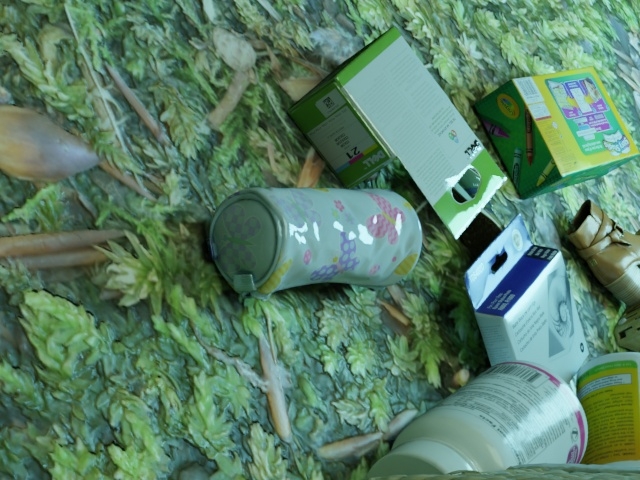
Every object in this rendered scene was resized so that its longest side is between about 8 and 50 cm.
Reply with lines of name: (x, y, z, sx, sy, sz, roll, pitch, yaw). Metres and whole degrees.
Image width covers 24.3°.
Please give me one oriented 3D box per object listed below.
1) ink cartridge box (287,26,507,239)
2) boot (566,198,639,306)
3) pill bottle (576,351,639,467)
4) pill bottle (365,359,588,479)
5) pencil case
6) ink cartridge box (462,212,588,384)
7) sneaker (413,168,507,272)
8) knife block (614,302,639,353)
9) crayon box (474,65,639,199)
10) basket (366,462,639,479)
ink cartridge box: (0.104, -0.124, 1.931, 0.255, 0.097, 0.189, 53, 39, -7)
boot: (0.453, -0.007, 2.275, 0.152, 0.073, 0.197, 46, 35, -9)
pill bottle: (0.405, 0.282, 1.943, 0.136, 0.136, 0.246, 30, 49, -32)
pill bottle: (0.176, 0.252, 1.687, 0.283, 0.160, 0.160, -24, 83, -53)
pencil case: (0.000, 0.000, 1.713, 0.273, 0.113, 0.124, -3, 77, -50)
ink cartridge box: (0.274, 0.101, 1.952, 0.223, 0.045, 0.224, -42, 117, -53)
sneaker: (0.213, -0.049, 2.031, 0.192, 0.064, 0.086, 46, 42, -9)
knife block: (0.583, 0.157, 2.286, 0.242, 0.088, 0.275, 53, 36, -5)
crayon box: (0.367, -0.169, 2.284, 0.278, 0.081, 0.165, -15, 76, -53)
basket: (0.231, 0.375, 1.375, 0.266, 0.331, 0.328, 7, 81, -43)
